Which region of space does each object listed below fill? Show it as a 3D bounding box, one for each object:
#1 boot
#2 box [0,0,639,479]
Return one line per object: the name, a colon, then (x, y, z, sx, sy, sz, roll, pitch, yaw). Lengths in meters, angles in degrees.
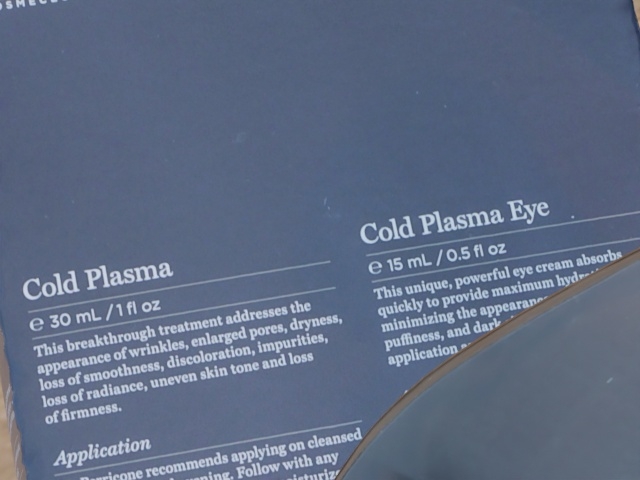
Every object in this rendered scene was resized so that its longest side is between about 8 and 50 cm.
boot: (0.044, 0.093, 0.592, 0.112, 0.115, 0.305, 43, 109, -5)
box: (0.000, 0.000, 1.014, 0.343, 0.179, 0.312, -9, 76, -8)
